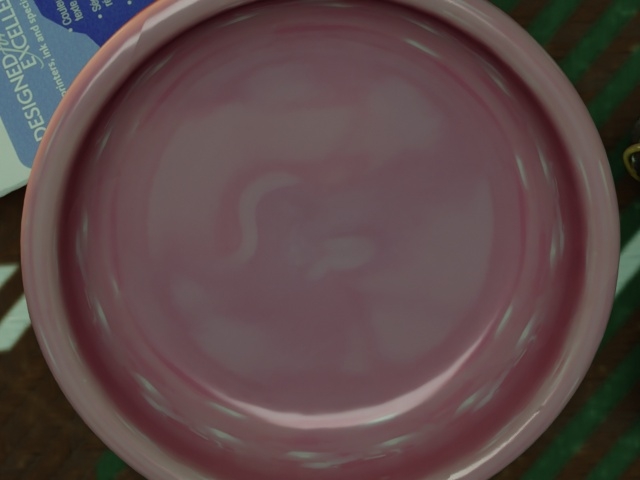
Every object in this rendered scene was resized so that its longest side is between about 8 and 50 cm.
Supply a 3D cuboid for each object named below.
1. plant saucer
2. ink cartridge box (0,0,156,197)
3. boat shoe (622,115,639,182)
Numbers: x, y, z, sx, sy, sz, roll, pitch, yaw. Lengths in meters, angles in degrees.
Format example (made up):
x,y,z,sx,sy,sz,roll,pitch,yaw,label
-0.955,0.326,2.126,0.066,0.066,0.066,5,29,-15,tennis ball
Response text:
x,y,z,sx,sy,sz,roll,pitch,yaw,label
0.000,0.000,0.875,0.332,0.084,0.332,-1,107,-2,plant saucer
-0.148,-0.205,0.925,0.307,0.072,0.304,-23,90,6,ink cartridge box
0.240,-0.046,0.889,0.123,0.123,0.342,19,94,34,boat shoe
